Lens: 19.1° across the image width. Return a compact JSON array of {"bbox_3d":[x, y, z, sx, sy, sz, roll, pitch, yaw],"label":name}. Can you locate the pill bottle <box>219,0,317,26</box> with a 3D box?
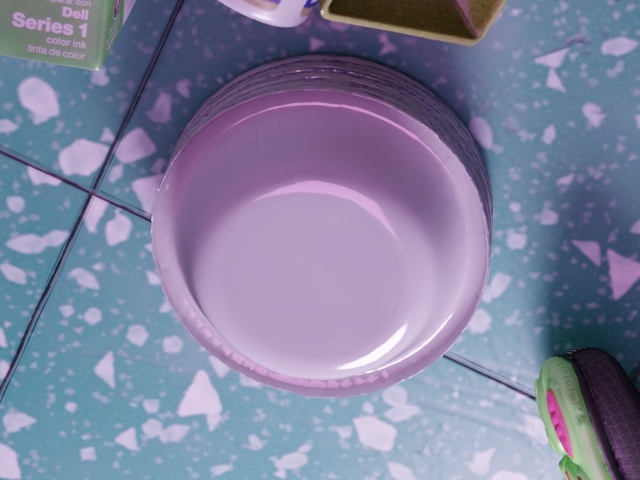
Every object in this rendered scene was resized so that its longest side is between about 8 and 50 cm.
[{"bbox_3d":[-0.018,-0.270,1.464,0.112,0.112,0.187,28,114,-8],"label":"pill bottle"}]

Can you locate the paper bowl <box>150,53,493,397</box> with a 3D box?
[{"bbox_3d":[0.000,0.000,1.573,0.284,0.148,0.284,3,117,5],"label":"paper bowl"}]

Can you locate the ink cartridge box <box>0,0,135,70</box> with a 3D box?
[{"bbox_3d":[-0.187,-0.296,1.418,0.117,0.201,0.278,10,115,0],"label":"ink cartridge box"}]

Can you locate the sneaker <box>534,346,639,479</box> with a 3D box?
[{"bbox_3d":[0.377,0.235,1.655,0.483,0.185,0.202,40,95,-16],"label":"sneaker"}]

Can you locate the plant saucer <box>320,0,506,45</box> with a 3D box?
[{"bbox_3d":[0.096,-0.248,1.458,0.188,0.045,0.188,4,126,-45],"label":"plant saucer"}]
